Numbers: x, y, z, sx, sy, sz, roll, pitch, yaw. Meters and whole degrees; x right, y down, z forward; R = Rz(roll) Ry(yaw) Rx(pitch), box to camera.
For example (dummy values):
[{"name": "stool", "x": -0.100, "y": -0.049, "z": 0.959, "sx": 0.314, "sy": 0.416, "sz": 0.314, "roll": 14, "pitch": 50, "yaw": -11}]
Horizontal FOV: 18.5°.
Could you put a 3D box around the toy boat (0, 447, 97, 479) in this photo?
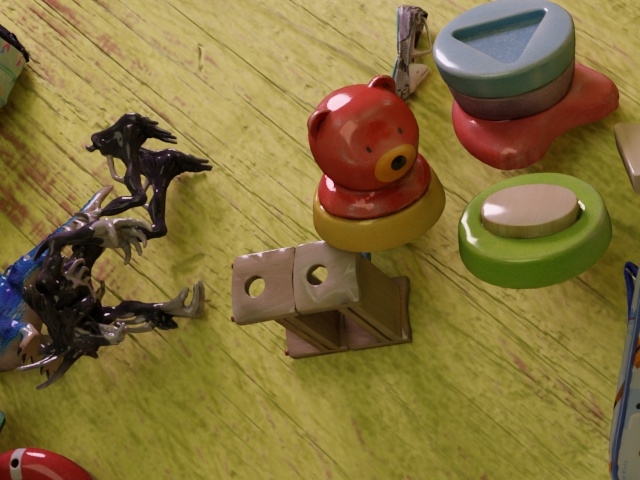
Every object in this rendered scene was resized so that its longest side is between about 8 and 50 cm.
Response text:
[{"name": "toy boat", "x": -0.287, "y": 0.305, "z": 1.835, "sx": 0.151, "sy": 0.151, "sz": 0.231, "roll": -6, "pitch": 68, "yaw": 23}]

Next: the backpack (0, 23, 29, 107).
[{"name": "backpack", "x": -0.406, "y": -0.203, "z": 2.114, "sx": 0.182, "sy": 0.152, "sz": 0.115, "roll": 25, "pitch": 88, "yaw": 19}]

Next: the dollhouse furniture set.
[{"name": "dollhouse furniture set", "x": 0.000, "y": 0.000, "z": 1.834, "sx": 0.129, "sy": 0.129, "sz": 0.184, "roll": -10, "pitch": 67, "yaw": 22}]

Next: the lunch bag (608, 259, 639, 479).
[{"name": "lunch bag", "x": 0.364, "y": 0.097, "z": 1.634, "sx": 0.243, "sy": 0.115, "sz": 0.303, "roll": 3, "pitch": 71, "yaw": 31}]

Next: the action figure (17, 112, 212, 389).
[{"name": "action figure", "x": -0.195, "y": 0.018, "z": 1.901, "sx": 0.141, "sy": 0.164, "sz": 0.276, "roll": 7, "pitch": 66, "yaw": 28}]

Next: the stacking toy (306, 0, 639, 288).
[{"name": "stacking toy", "x": 0.159, "y": -0.104, "z": 1.713, "sx": 0.279, "sy": 0.130, "sz": 0.309, "roll": 23, "pitch": 51, "yaw": 41}]

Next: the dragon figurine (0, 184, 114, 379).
[{"name": "dragon figurine", "x": -0.317, "y": 0.055, "z": 1.989, "sx": 0.144, "sy": 0.085, "sz": 0.289, "roll": 12, "pitch": 77, "yaw": 28}]

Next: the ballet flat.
[{"name": "ballet flat", "x": 0.089, "y": -0.178, "z": 1.919, "sx": 0.041, "sy": 0.041, "sz": 0.114, "roll": -1, "pitch": 70, "yaw": 25}]

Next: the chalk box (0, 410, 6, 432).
[{"name": "chalk box", "x": -0.394, "y": 0.202, "z": 1.886, "sx": 0.132, "sy": 0.132, "sz": 0.213, "roll": 32, "pitch": 104, "yaw": -7}]
